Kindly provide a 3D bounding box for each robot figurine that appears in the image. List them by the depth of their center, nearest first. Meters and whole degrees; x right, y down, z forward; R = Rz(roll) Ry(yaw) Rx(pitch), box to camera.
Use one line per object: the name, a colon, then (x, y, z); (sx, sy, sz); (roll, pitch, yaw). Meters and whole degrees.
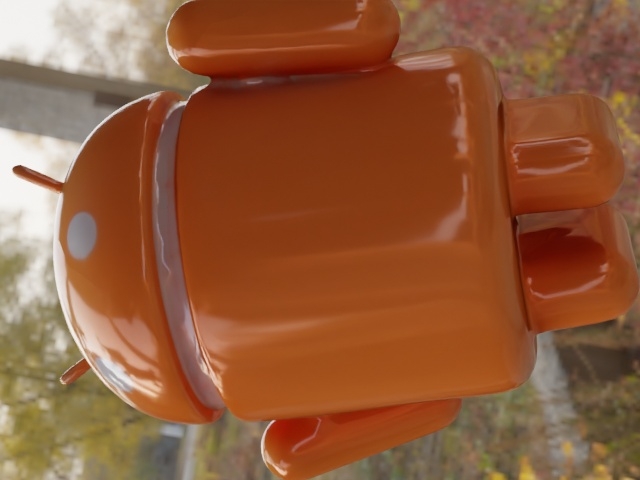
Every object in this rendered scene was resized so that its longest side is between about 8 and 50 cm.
robot figurine: (0.000, 0.002, 0.506); (0.158, 0.219, 0.128); (67, -161, -57)
